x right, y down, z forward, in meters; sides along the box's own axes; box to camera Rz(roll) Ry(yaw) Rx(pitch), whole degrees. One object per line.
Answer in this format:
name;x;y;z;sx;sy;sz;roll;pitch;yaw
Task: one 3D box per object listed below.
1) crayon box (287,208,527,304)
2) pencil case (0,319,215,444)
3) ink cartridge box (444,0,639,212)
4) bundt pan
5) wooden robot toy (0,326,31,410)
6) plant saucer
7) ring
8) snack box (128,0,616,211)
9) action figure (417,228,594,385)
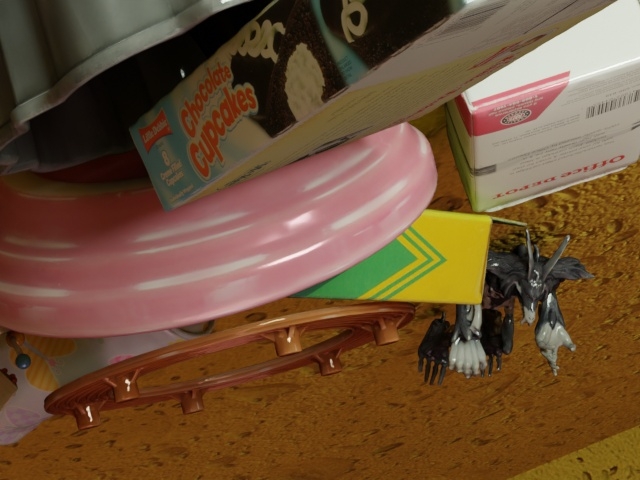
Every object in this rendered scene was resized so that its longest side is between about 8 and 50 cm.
crayon box;0.000;0.000;1.302;0.318;0.081;0.202;4;-176;-44
pencil case;-0.227;0.094;1.439;0.273;0.113;0.124;-29;175;27
ink cartridge box;0.186;-0.119;1.274;0.158;0.092;0.218;-17;157;0
bundt pan;-0.054;-0.158;0.858;0.331;0.124;0.331;-23;177;-1
wooden robot toy;-0.268;0.049;1.234;0.076;0.173;0.079;-22;180;22
plant saucer;-0.089;-0.043;1.053;0.332;0.084;0.332;-12;-159;5
ring;-0.075;0.114;1.350;0.336;0.032;0.336;-14;170;-3
snack box;0.047;-0.106;0.765;0.187;0.060;0.322;-22;177;-31
action figure;0.212;0.092;1.750;0.164;0.141;0.275;1;156;-15
